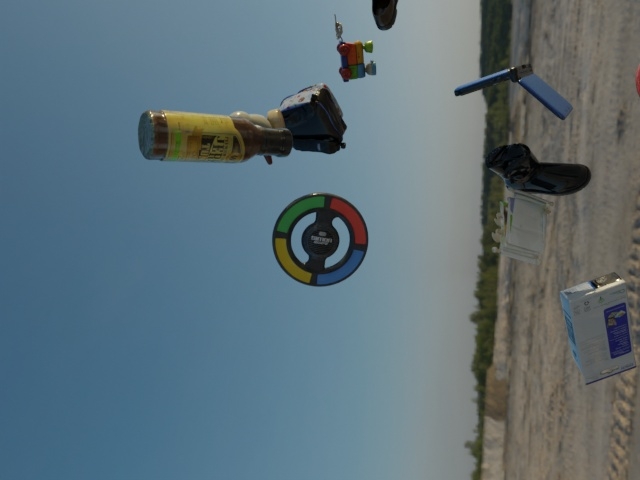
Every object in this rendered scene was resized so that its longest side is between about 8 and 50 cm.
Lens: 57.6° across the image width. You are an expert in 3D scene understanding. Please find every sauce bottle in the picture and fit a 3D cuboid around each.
[{"bbox_3d":[-0.225,-0.229,1.311,0.344,0.111,0.111,-4,-81,-31],"label":"sauce bottle"}]

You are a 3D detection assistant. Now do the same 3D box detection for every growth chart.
[{"bbox_3d":[0.569,-0.044,1.643,0.021,0.172,0.237,125,167,-64],"label":"growth chart"}]

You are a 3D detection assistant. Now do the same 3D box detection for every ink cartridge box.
[{"bbox_3d":[0.799,0.258,1.671,0.065,0.165,0.332,-105,-6,-62],"label":"ink cartridge box"}]

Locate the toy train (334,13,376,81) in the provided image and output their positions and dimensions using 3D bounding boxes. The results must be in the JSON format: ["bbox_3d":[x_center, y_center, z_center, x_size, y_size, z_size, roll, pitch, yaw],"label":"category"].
[{"bbox_3d":[0.135,-0.736,2.209,0.105,0.143,0.248,-100,2,-66],"label":"toy train"}]

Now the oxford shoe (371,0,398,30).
[{"bbox_3d":[0.201,-0.769,1.772,0.096,0.083,0.227,18,-105,-66],"label":"oxford shoe"}]

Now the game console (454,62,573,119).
[{"bbox_3d":[0.545,-0.395,1.630,0.293,0.250,0.173,-32,-75,-58],"label":"game console"}]

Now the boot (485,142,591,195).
[{"bbox_3d":[0.612,-0.201,1.643,0.207,0.247,0.094,27,-112,-51],"label":"boot"}]

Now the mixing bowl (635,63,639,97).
[{"bbox_3d":[0.593,-0.260,0.885,0.098,0.182,0.181,86,-166,-65],"label":"mixing bowl"}]

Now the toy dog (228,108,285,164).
[{"bbox_3d":[-0.199,-0.297,1.736,0.334,0.220,0.161,-30,-76,-59],"label":"toy dog"}]

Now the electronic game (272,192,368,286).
[{"bbox_3d":[0.000,0.000,1.379,0.048,0.229,0.229,-106,14,-76],"label":"electronic game"}]

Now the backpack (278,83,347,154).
[{"bbox_3d":[-0.048,-0.496,2.367,0.276,0.263,0.213,58,-146,-37],"label":"backpack"}]
